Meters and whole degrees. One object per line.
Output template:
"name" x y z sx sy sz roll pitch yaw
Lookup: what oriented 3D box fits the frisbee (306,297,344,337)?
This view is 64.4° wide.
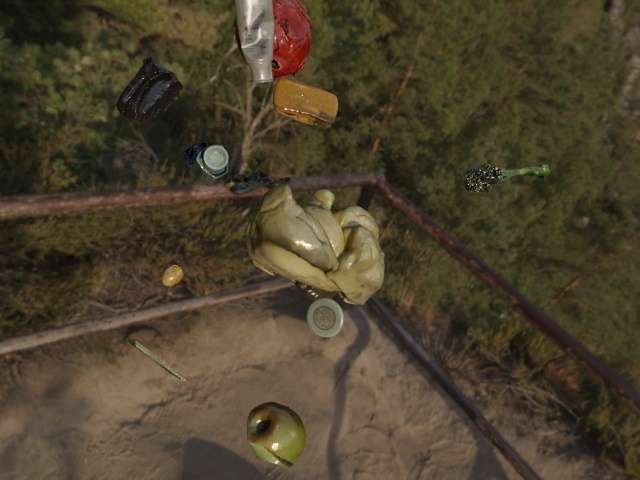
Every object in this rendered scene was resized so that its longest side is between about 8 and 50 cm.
"frisbee" 0.012 0.211 1.392 0.110 0.110 0.014 30 11 18

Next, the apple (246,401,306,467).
"apple" -0.138 0.609 1.610 0.173 0.188 0.207 -22 50 -9

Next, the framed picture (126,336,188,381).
"framed picture" -0.508 0.365 1.562 0.197 0.252 0.014 42 67 -15

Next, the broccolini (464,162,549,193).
"broccolini" 0.351 -0.111 0.923 0.254 0.058 0.071 -5 22 -38

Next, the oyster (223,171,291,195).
"oyster" -0.165 -0.152 1.331 0.177 0.056 0.105 -9 12 -13

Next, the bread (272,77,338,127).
"bread" -0.047 -0.403 1.506 0.200 0.077 0.116 13 71 -17

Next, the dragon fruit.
"dragon fruit" -0.131 -0.587 1.443 0.240 0.253 0.241 0 0 0

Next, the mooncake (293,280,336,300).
"mooncake" -0.020 0.153 2.060 0.228 0.124 0.228 38 17 -14

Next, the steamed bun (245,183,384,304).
"steamed bun" 0.001 0.001 1.198 0.372 0.231 0.324 26 -9 -23

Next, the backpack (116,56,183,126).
"backpack" -0.442 -0.374 1.312 0.120 0.165 0.106 38 -2 22

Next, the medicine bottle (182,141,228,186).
"medicine bottle" -0.305 -0.216 1.377 0.079 0.124 0.258 -29 9 -17

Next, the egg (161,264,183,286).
"egg" -0.555 0.133 1.894 0.071 0.071 0.083 30 49 18

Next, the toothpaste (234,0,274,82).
"toothpaste" -0.147 -0.498 1.154 0.096 0.266 0.061 -8 27 -10
